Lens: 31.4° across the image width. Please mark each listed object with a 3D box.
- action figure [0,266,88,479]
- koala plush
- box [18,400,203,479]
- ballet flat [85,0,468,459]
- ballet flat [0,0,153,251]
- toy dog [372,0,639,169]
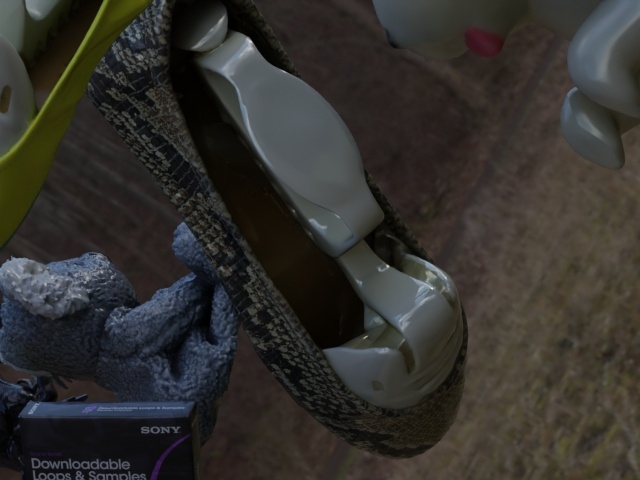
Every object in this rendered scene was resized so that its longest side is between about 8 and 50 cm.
[{"bbox_3d":[-0.328,0.151,1.193,0.164,0.276,0.141,-33,-25,3],"label":"action figure"},{"bbox_3d":[-0.194,0.083,1.057,0.196,0.221,0.203,122,159,-58],"label":"koala plush"},{"bbox_3d":[-0.136,0.186,0.767,0.029,0.116,0.162,-72,-20,-75],"label":"box"},{"bbox_3d":[0.000,0.000,0.856,0.164,0.483,0.182,-45,23,-23],"label":"ballet flat"},{"bbox_3d":[-0.136,-0.083,0.497,0.077,0.077,0.231,94,-162,-57],"label":"ballet flat"},{"bbox_3d":[0.195,-0.246,0.734,0.284,0.407,0.395,-10,-88,-77],"label":"toy dog"}]
